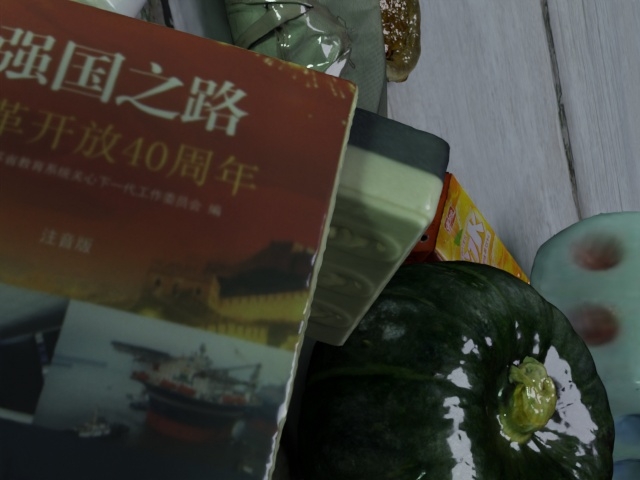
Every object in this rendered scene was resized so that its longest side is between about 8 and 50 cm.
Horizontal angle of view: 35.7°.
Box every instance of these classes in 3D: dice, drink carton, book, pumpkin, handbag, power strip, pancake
[{"bbox_3d":[0.387,0.143,1.188,0.264,0.268,0.262,74,25,-45],"label":"dice"},{"bbox_3d":[0.148,0.029,1.059,0.223,0.071,0.096,45,50,-44],"label":"drink carton"},{"bbox_3d":[-0.141,0.044,0.484,0.028,0.263,0.374,112,-9,-65],"label":"book"},{"bbox_3d":[0.124,0.160,0.851,0.300,0.207,0.300,17,64,-38],"label":"pumpkin"},{"bbox_3d":[-0.013,-0.152,0.793,0.182,0.117,0.270,-46,124,-66],"label":"handbag"},{"bbox_3d":[0.000,0.000,0.687,0.256,0.105,0.070,116,-7,-64],"label":"power strip"},{"bbox_3d":[0.063,-0.232,1.004,0.152,0.025,0.151,16,71,-56],"label":"pancake"}]

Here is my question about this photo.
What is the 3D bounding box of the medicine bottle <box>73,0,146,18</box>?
[{"bbox_3d":[-0.138,-0.173,0.658,0.052,0.052,0.089,55,43,-38],"label":"medicine bottle"}]
